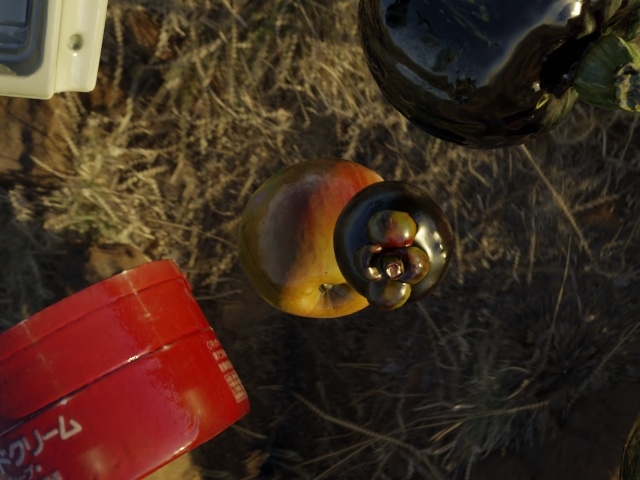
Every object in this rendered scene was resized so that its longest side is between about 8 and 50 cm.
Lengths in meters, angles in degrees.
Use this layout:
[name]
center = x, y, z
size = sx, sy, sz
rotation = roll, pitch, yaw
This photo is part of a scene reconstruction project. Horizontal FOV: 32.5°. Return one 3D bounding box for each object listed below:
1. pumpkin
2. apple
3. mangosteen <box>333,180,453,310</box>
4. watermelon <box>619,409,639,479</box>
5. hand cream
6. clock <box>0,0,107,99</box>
[pumpkin]
center = 0.198, -0.202, 1.000
size = 0.296, 0.296, 0.295
rotation = -2, 83, 12
[apple]
center = 0.000, 0.000, 1.847
size = 0.286, 0.286, 0.233
rotation = -20, 53, 10
[mangosteen]
center = 0.076, 0.009, 1.158
size = 0.137, 0.151, 0.137
rotation = 2, 110, 5
[watermelon]
center = 0.463, 0.316, 1.345
size = 0.190, 0.331, 0.330
rotation = -16, 80, -4
[hand cream]
center = -0.154, 0.108, 0.747
size = 0.193, 0.193, 0.125
rotation = -32, 85, 7
[clock]
center = -0.282, -0.228, 0.809
size = 0.262, 0.116, 0.231
rotation = 3, 117, -20
